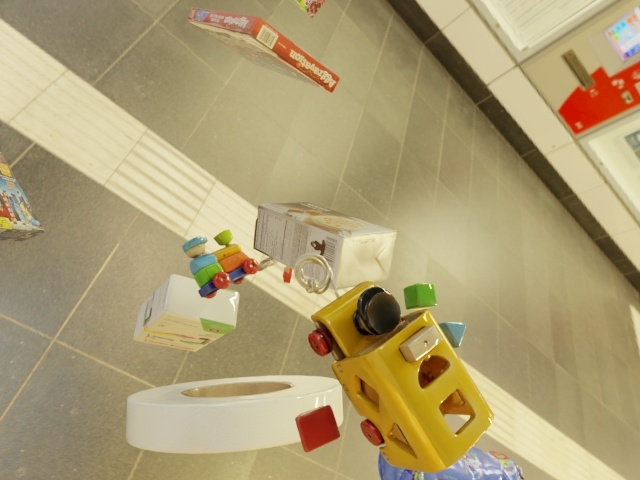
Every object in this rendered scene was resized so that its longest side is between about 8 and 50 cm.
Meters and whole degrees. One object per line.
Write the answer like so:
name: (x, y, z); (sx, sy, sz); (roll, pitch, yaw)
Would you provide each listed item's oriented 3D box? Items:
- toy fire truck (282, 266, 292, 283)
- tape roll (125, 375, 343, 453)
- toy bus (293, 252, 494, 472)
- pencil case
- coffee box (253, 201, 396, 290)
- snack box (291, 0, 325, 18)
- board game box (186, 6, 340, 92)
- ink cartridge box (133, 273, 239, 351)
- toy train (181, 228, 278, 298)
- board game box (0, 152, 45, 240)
toy fire truck: (-0.066, 0.086, 1.630); (0.135, 0.192, 0.047); (10, 41, -1)
tape roll: (-0.151, 0.307, 0.816); (0.392, 0.392, 0.071); (8, 74, -41)
toy bus: (0.071, 0.108, 0.416); (0.202, 0.104, 0.190); (18, 64, -18)
pencil case: (0.274, 0.487, 0.921); (0.306, 0.133, 0.119); (20, 99, -19)
coffee box: (0.000, 0.000, 0.838); (0.141, 0.247, 0.098); (-5, 109, -41)
snack box: (-0.087, -0.438, 0.632); (0.174, 0.070, 0.207); (45, 15, 13)
board game box: (-0.098, -0.297, 0.673); (0.145, 0.027, 0.281); (23, 12, -40)
ink cartridge box: (-0.391, 0.220, 1.271); (0.201, 0.278, 0.117); (21, 53, -30)
toy train: (-0.214, 0.033, 1.106); (0.248, 0.105, 0.143); (-27, 86, -41)
board game box: (-0.699, -0.100, 0.936); (0.060, 0.194, 0.194); (-23, 91, -7)
